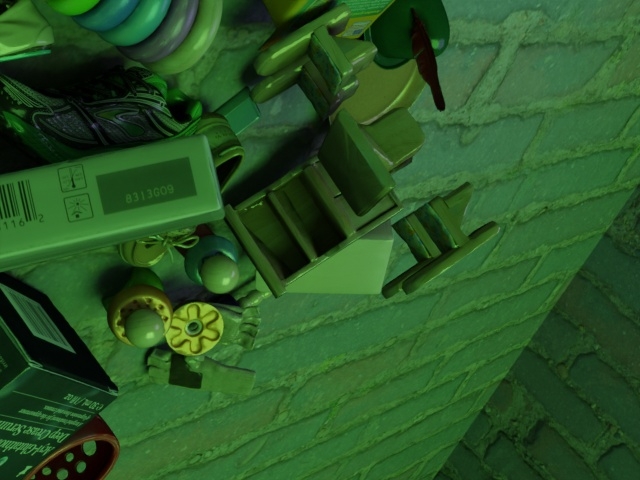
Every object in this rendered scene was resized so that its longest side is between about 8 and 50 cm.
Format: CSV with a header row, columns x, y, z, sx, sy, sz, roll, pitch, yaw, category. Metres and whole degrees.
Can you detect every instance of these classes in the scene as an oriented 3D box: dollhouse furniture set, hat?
x,y,z,sx,sy,sz,roll,pitch,yaw,category
0.006,-0.068,1.256,0.256,0.362,0.394,-34,177,-10,dollhouse furniture set
0.183,-0.316,1.289,0.173,0.184,0.208,-7,116,-47,hat

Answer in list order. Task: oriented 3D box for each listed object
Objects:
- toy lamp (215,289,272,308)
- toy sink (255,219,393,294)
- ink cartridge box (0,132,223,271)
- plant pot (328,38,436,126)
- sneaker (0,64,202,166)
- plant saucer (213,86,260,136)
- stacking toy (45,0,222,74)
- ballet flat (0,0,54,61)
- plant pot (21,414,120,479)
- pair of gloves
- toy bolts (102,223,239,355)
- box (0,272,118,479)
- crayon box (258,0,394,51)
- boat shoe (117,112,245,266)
x,y,z,sx,sy,sz,roll,pitch,yaw,category
-0.099,0.094,1.636,0.275,0.080,0.080,-33,149,-17,toy lamp
0.000,0.000,1.548,0.234,0.131,0.152,1,137,-7,toy sink
-0.274,-0.036,1.039,0.308,0.091,0.385,-13,-178,-6,ink cartridge box
0.099,-0.274,1.453,0.236,0.032,0.236,-31,149,-21,plant pot
-0.280,-0.162,1.050,0.146,0.134,0.344,-60,157,13,sneaker
-0.170,-0.151,1.289,0.192,0.018,0.067,-38,150,-8,plant saucer
-0.257,-0.288,0.891,0.141,0.141,0.330,-53,146,16,stacking toy
-0.401,-0.204,0.881,0.248,0.086,0.086,-26,146,-33,ballet flat
-0.450,0.325,1.398,0.191,0.174,0.191,-31,148,-22,plant pot
-0.215,0.196,1.567,0.204,0.042,0.240,6,131,-4,pair of gloves
-0.202,0.100,1.367,0.218,0.158,0.228,40,93,-30,toy bolts
-0.517,0.234,1.109,0.395,0.212,0.293,-40,162,-5,box
0.054,-0.378,1.116,0.203,0.083,0.323,-19,168,-40,crayon box
-0.209,-0.054,1.256,0.105,0.089,0.285,-2,135,-47,boat shoe
